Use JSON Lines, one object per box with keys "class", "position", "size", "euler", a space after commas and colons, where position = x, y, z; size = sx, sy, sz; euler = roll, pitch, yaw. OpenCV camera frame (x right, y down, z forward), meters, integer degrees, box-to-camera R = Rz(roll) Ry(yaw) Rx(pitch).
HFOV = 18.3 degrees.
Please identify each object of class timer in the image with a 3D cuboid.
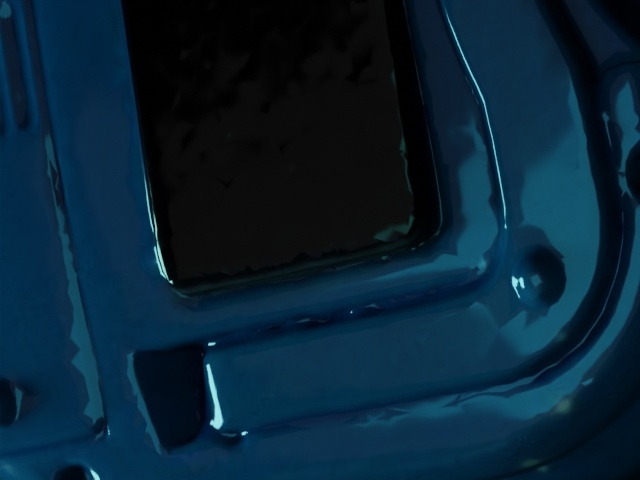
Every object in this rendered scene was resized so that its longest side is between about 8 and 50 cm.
{"class": "timer", "position": [-0.011, -0.071, 0.650], "size": [0.309, 0.115, 0.340], "euler": [-13, 81, 28]}
